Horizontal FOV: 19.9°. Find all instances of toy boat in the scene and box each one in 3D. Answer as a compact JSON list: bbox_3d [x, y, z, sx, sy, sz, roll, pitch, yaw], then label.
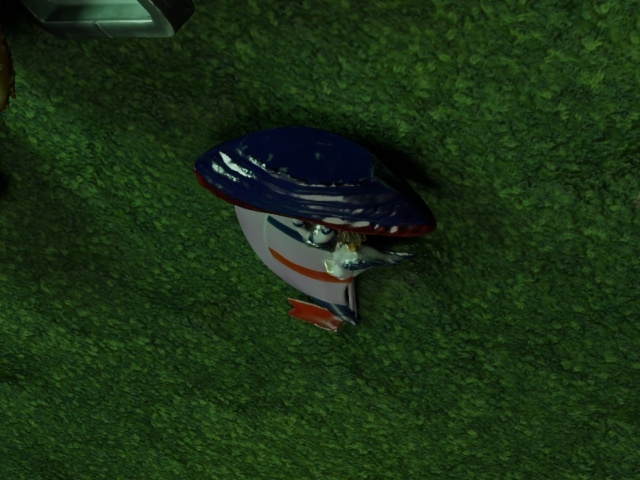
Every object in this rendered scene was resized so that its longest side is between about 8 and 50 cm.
[{"bbox_3d":[-0.022,-0.016,1.674,0.219,0.072,0.318,26,154,-6],"label":"toy boat"}]

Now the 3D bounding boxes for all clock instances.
[{"bbox_3d":[-0.241,-0.265,1.422,0.273,0.049,0.279,46,163,-27],"label":"clock"}]

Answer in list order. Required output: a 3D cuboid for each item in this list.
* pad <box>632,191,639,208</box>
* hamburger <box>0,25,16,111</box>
[{"bbox_3d":[0.359,-0.059,1.429,0.158,0.003,0.235,25,144,0],"label":"pad"},{"bbox_3d":[-0.350,-0.184,1.530,0.237,0.147,0.237,43,179,1],"label":"hamburger"}]
